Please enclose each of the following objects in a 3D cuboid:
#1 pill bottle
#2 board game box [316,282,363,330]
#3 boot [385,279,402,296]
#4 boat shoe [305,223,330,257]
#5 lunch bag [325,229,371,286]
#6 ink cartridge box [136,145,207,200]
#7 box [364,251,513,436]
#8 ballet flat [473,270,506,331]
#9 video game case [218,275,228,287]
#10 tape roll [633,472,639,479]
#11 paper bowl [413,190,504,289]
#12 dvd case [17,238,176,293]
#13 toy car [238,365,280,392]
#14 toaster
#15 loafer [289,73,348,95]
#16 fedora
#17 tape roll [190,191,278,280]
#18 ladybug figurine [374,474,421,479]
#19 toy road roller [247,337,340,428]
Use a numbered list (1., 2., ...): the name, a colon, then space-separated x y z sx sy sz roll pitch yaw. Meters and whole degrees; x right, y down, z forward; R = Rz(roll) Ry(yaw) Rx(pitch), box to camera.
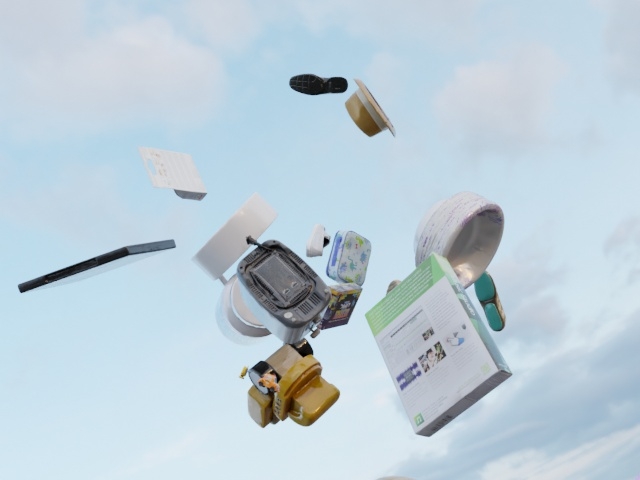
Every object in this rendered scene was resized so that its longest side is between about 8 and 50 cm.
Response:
1. pill bottle: -0.199 0.194 1.950 0.210 0.210 0.363 -16 -11 -17
2. board game box: 0.057 0.213 2.128 0.170 0.048 0.141 -2 -64 -58
3. boot: 0.281 0.220 1.721 0.206 0.249 0.090 -3 -16 -33
4. boat shoe: 0.000 0.000 2.040 0.063 0.184 0.066 5 -70 10
5. lunch bag: 0.115 0.074 2.694 0.176 0.219 0.090 26 -20 -40
6. ink cartridge box: -0.409 -0.179 1.776 0.179 0.146 0.045 1 -36 -47
7. box: 0.237 0.215 1.391 0.058 0.322 0.232 23 -58 -40
8. ballet flat: 0.551 0.193 2.122 0.073 0.206 0.067 -16 -5 29
9. video game case: -0.348 0.165 2.404 0.023 0.212 0.193 -40 15 -11
10. tape roll: 0.556 0.449 0.921 0.274 0.275 0.090 -16 -41 -17
11. paper bowl: 0.373 -0.003 1.831 0.284 0.148 0.285 -27 -48 -33
12. dvd case: -0.433 0.049 1.281 0.252 0.022 0.180 -18 0 16
13. toy car: -0.137 0.326 1.545 0.122 0.060 0.041 43 -112 -55
14. toaster: -0.084 0.105 1.328 0.129 0.227 0.146 -40 -19 -24
15. loafer: -0.007 -0.445 1.884 0.169 0.062 0.061 5 6 -4
16. fedora: 0.124 -0.339 1.744 0.079 0.194 0.194 -34 -31 13
17. tape roll: -0.256 -0.012 1.949 0.286 0.100 0.286 -45 7 8
18. ladybug figurine: 0.116 0.769 1.640 0.450 0.161 0.305 -57 -22 6
19. toy road roller: -0.078 0.472 1.992 0.202 0.240 0.330 -35 -29 -32
